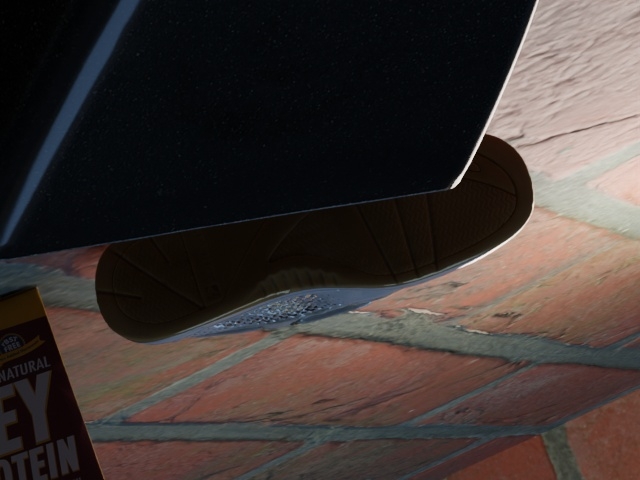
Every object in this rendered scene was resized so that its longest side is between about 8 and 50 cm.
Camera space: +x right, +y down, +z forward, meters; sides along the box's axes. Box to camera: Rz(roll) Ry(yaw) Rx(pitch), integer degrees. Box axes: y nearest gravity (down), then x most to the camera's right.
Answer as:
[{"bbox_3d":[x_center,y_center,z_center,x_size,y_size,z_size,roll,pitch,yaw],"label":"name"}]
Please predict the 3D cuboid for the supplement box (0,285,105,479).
[{"bbox_3d":[-0.214,0.162,1.256,0.129,0.191,0.194,-19,164,-11],"label":"supplement box"}]

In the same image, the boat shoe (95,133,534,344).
[{"bbox_3d":[0.000,0.000,1.188,0.277,0.098,0.096,-15,167,10],"label":"boat shoe"}]

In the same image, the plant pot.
[{"bbox_3d":[-0.031,-0.129,0.556,0.187,0.188,0.167,-9,148,-37],"label":"plant pot"}]
